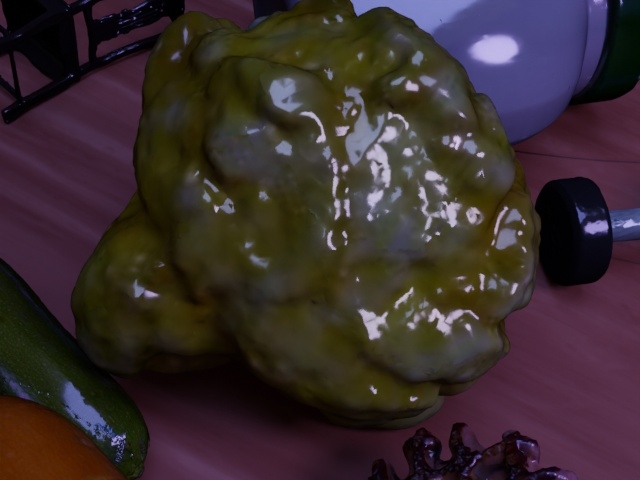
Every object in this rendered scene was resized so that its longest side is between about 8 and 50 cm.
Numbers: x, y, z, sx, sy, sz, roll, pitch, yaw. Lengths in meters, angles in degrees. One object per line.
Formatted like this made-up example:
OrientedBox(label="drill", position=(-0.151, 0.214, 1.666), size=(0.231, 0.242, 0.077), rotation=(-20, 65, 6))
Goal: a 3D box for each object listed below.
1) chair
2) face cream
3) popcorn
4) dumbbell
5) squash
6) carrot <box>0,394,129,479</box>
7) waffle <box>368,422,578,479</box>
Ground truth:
OrientedBox(label="chair", position=(-0.265, -0.231, 1.025), size=(0.113, 0.106, 0.229), rotation=(41, 58, 21))
OrientedBox(label="face cream", position=(0.127, -0.223, 0.983), size=(0.357, 0.219, 0.312), rotation=(-9, 54, -14))
OrientedBox(label="popcorn", position=(0.000, -0.008, 0.758), size=(0.334, 0.293, 0.292), rotation=(16, 54, 10))
OrientedBox(label="dumbbell", position=(0.304, -0.016, 0.916), size=(0.191, 0.100, 0.100), rotation=(-7, 53, -10))
OrientedBox(label="squash", position=(-0.255, 0.076, 0.801), size=(0.087, 0.087, 0.331), rotation=(-34, 61, -27))
OrientedBox(label="carrot", position=(-0.212, 0.210, 0.628), size=(0.331, 0.193, 0.214), rotation=(43, 33, 25))
OrientedBox(label="waffle", position=(0.086, 0.231, 0.665), size=(0.221, 0.055, 0.234), rotation=(12, 63, 44))
